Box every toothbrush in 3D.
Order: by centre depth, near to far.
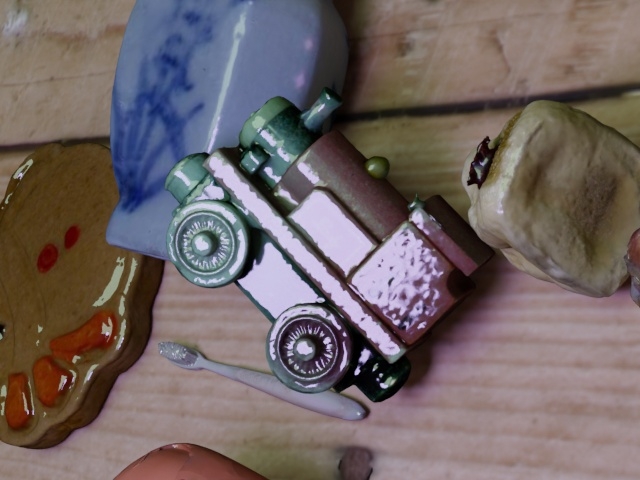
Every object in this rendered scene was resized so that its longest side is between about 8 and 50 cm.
[{"bbox_3d":[-0.067,0.144,1.772,0.307,0.029,0.025,13,76,45],"label":"toothbrush"}]

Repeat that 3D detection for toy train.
[{"bbox_3d":[0.000,0.000,1.617,0.304,0.150,0.221,45,106,7],"label":"toy train"}]

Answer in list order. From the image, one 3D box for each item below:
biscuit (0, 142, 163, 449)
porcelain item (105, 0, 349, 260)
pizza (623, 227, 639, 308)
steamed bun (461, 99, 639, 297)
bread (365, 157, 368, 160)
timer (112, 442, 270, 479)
[{"bbox_3d":[-0.331,0.069,2.029,0.381,0.074,0.359,-41,49,21],"label":"biscuit"},{"bbox_3d":[-0.094,-0.169,1.813,0.242,0.178,0.405,11,87,43],"label":"porcelain item"},{"bbox_3d":[0.374,0.023,1.366,0.305,0.085,0.161,1,74,49],"label":"pizza"},{"bbox_3d":[0.195,-0.041,1.526,0.141,0.172,0.155,-62,26,-8],"label":"steamed bun"},{"bbox_3d":[0.025,-0.052,1.725,0.053,0.085,0.085,19,87,53],"label":"bread"},{"bbox_3d":[-0.116,0.310,1.617,0.229,0.229,0.215,24,82,45],"label":"timer"}]
